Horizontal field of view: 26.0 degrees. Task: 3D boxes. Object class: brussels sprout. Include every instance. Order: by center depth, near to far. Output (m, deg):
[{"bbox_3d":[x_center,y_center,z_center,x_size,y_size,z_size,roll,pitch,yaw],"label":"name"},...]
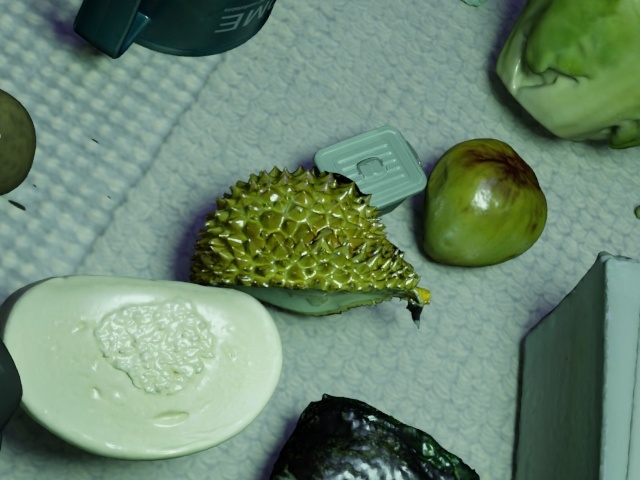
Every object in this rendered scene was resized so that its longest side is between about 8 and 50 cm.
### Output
[{"bbox_3d":[0.375,-0.250,1.559,0.281,0.354,0.289,53,17,0],"label":"brussels sprout"}]

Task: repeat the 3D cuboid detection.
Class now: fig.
[{"bbox_3d":[0.174,-0.041,1.485,0.153,0.121,0.136,-28,74,-34],"label":"fig"}]

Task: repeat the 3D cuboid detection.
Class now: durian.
[{"bbox_3d":[0.000,0.000,1.344,0.237,0.193,0.138,13,78,-18],"label":"durian"}]

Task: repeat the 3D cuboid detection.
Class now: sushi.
[{"bbox_3d":[0.065,0.241,1.293,0.225,0.124,0.127,36,57,-3],"label":"sushi"}]

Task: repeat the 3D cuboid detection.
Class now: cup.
[{"bbox_3d":[-0.135,-0.358,1.409,0.308,0.292,0.242,-22,76,-32],"label":"cup"}]

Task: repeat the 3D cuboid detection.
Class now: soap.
[{"bbox_3d":[0.361,0.279,1.350,0.350,0.213,0.435,20,58,-18],"label":"soap"}]

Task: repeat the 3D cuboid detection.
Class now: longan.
[{"bbox_3d":[-0.325,-0.088,1.314,0.106,0.106,0.119,40,96,0],"label":"longan"}]

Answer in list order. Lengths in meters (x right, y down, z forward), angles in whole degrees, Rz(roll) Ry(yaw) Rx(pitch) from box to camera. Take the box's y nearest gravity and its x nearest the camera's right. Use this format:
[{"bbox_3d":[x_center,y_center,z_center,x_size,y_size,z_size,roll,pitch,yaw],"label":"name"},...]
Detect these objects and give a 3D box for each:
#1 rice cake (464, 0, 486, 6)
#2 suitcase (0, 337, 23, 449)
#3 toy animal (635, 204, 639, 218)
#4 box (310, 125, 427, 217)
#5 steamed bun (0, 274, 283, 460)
[{"bbox_3d":[0.234,-0.380,1.726,0.042,0.045,0.245,35,56,-7],"label":"rice cake"},{"bbox_3d":[-0.381,0.084,1.051,0.188,0.345,0.339,-28,78,-37],"label":"suitcase"},{"bbox_3d":[0.469,-0.057,1.654,0.181,0.073,0.136,29,50,-4],"label":"toy animal"},{"bbox_3d":[0.043,-0.060,1.469,0.122,0.069,0.084,-21,73,-31],"label":"box"},{"bbox_3d":[-0.165,0.111,1.223,0.250,0.200,0.155,8,86,-17],"label":"steamed bun"}]
